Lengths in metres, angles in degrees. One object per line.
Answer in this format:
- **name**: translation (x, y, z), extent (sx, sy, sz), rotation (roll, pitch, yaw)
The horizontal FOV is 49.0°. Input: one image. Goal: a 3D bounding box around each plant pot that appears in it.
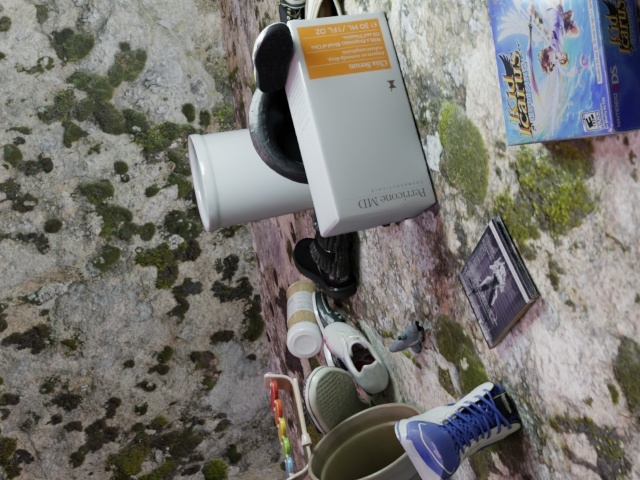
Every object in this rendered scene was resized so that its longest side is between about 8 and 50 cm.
- **plant pot**: translation (0.170, 0.621, 1.786), extent (0.280, 0.323, 0.323), rotation (64, 168, -14)

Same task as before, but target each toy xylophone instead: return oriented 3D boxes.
- **toy xylophone**: translation (-0.088, 0.508, 1.940), extent (0.236, 0.081, 0.323), rotation (94, 162, -53)

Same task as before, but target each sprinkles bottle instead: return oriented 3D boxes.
- **sprinkles bottle**: translation (-0.060, 0.271, 2.484), extent (0.355, 0.121, 0.121), rotation (-97, 2, -65)

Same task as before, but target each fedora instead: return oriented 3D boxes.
- **fedora**: translation (-0.033, -0.283, 1.724), extent (0.152, 0.334, 0.334), rotation (144, 114, -70)

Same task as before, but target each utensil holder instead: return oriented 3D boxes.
- **utensil holder**: translation (-0.226, -0.223, 2.376), extent (0.327, 0.385, 0.328), rotation (168, 90, -74)

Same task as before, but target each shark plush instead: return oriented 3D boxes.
- **shark plush**: translation (0.215, 0.238, 1.698), extent (0.161, 0.067, 0.073), rotation (124, 133, -70)

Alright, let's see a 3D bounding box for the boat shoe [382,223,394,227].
- **boat shoe**: translation (0.089, -0.166, 1.776), extent (0.127, 0.113, 0.340), rotation (104, 151, -58)

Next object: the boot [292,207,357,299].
- **boot**: translation (0.004, -0.001, 2.169), extent (0.348, 0.131, 0.260), rotation (36, 144, 53)

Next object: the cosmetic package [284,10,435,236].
- **cosmetic package**: translation (0.071, -0.258, 1.553), extent (0.161, 0.230, 0.453), rotation (136, 121, -72)

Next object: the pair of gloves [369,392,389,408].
- **pair of gloves**: translation (0.200, 0.555, 2.047), extent (0.240, 0.042, 0.204), rotation (-138, 42, -63)

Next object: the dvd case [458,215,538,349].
- **dvd case**: translation (0.320, 0.082, 1.291), extent (0.221, 0.018, 0.164), rotation (102, 154, -58)

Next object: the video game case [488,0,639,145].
- **video game case**: translation (0.320, -0.270, 0.947), extent (0.244, 0.061, 0.270), rotation (-166, 65, -75)

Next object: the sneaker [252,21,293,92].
- **sneaker**: translation (-0.118, -0.415, 1.533), extent (0.235, 0.084, 0.097), rotation (120, 138, -67)

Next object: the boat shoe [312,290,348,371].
- **boat shoe**: translation (0.048, 0.297, 2.332), extent (0.114, 0.091, 0.303), rotation (48, -157, -65)

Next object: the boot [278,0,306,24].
- **boot**: translation (-0.075, -0.665, 2.079), extent (0.236, 0.085, 0.179), rotation (-113, 15, -57)

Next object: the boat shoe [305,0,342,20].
- **boat shoe**: translation (0.011, -0.499, 1.821), extent (0.103, 0.113, 0.302), rotation (-143, 44, -76)

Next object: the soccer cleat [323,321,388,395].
- **soccer cleat**: translation (0.100, 0.315, 2.082), extent (0.331, 0.116, 0.143), rotation (45, 159, 51)

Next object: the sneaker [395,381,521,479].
- **sneaker**: translation (0.266, 0.339, 1.306), extent (0.127, 0.182, 0.315), rotation (58, -164, 18)

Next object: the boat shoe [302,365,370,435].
- **boat shoe**: translation (0.027, 0.484, 2.051), extent (0.500, 0.156, 0.187), rotation (55, -130, -60)

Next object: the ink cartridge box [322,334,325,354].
- **ink cartridge box**: translation (0.045, 0.362, 2.436), extent (0.104, 0.060, 0.180), rotation (95, 158, -46)
